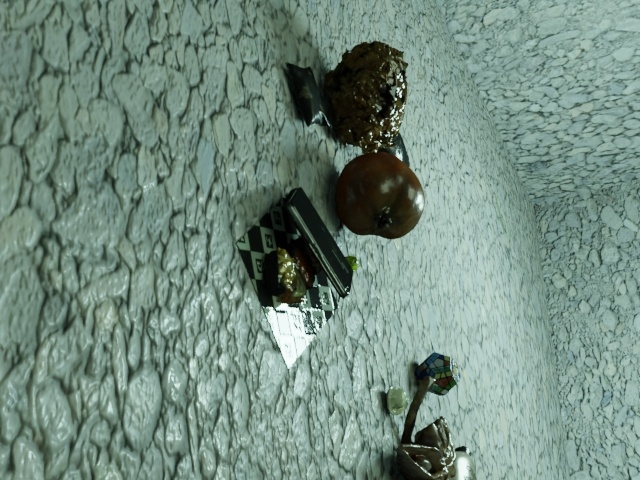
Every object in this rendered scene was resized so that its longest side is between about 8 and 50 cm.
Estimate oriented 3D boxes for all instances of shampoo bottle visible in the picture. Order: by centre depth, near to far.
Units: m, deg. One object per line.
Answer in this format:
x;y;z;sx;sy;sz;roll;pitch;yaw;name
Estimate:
0.324;0.587;1.880;0.127;0.078;0.257;60;29;-18;shampoo bottle

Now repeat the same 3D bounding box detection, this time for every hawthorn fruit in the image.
0.125;-0.118;1.771;0.199;0.200;0.251;56;16;-36;hawthorn fruit

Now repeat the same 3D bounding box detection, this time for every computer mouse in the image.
0.187;-0.248;2.113;0.217;0.074;0.121;52;31;-43;computer mouse

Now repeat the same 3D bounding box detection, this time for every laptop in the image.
0.000;0.000;1.487;0.207;0.026;0.154;57;11;-10;laptop

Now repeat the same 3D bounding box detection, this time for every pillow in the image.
-0.027;-0.310;1.711;0.090;0.048;0.150;-2;73;-74;pillow

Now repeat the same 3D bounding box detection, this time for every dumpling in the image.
0.164;0.350;1.729;0.077;0.043;0.059;64;38;-60;dumpling

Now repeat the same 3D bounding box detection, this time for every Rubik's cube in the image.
0.287;0.327;1.946;0.111;0.111;0.093;41;64;-51;Rubik's cube

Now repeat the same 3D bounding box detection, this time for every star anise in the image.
0.226;0.488;1.698;0.292;0.109;0.349;-29;111;-71;star anise

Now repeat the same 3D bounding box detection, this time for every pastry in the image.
0.105;-0.340;1.883;0.275;0.193;0.274;7;90;-80;pastry

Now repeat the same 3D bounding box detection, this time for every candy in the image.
0.053;0.082;1.667;0.035;0.035;0.122;108;0;-50;candy

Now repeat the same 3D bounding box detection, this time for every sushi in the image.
-0.033;0.058;1.464;0.263;0.050;0.290;69;24;-12;sushi
